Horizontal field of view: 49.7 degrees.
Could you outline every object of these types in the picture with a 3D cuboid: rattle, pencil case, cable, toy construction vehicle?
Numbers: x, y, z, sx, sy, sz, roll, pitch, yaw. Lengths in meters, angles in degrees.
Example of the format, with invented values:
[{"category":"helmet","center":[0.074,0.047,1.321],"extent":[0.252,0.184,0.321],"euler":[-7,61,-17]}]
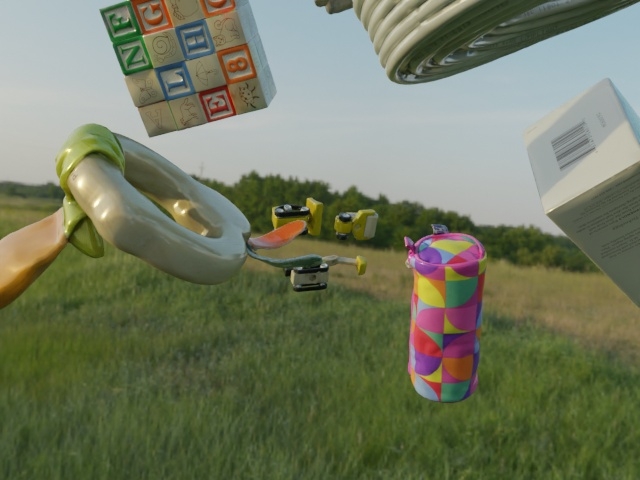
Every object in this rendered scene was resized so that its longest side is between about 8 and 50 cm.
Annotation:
[{"category":"rattle","center":[-0.105,0.019,0.466],"extent":[0.130,0.143,0.200],"euler":[29,2,30]},{"category":"pencil case","center":[0.162,0.099,0.908],"extent":[0.104,0.236,0.104],"euler":[-4,28,2]},{"category":"cable","center":[0.143,-0.179,0.421],"extent":[0.257,0.089,0.257],"euler":[-19,3,-15]},{"category":"toy construction vehicle","center":[0.000,0.000,0.631],"extent":[0.098,0.086,0.035],"euler":[-6,29,-18]}]

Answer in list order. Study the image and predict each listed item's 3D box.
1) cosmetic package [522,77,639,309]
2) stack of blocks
[{"category":"cosmetic package","center":[0.480,-0.042,1.050],"extent":[0.365,0.197,0.155],"euler":[35,-53,-31]},{"category":"stack of blocks","center":[-0.184,-0.300,0.884],"extent":[0.171,0.297,0.087],"euler":[-12,24,11]}]
